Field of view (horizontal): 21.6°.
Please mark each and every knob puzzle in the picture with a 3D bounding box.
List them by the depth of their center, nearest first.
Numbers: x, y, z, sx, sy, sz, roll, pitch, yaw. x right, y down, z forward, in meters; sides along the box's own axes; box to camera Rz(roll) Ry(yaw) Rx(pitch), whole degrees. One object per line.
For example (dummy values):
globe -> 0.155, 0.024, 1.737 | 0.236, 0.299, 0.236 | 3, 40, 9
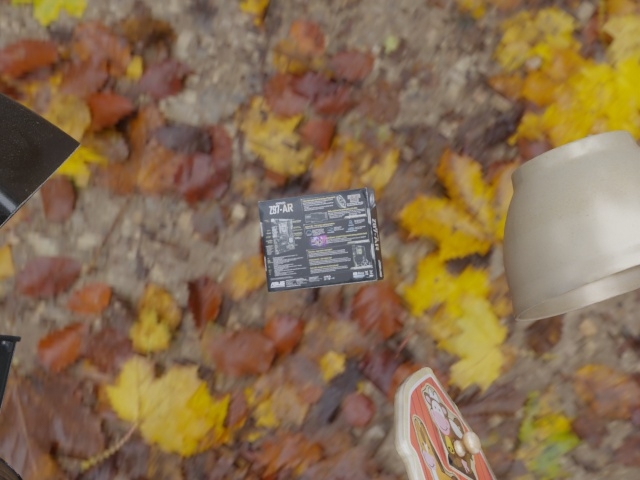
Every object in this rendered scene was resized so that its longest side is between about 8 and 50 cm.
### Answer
knob puzzle -> 0.114, 0.182, 1.322 | 0.030, 0.213, 0.213 | -28, 77, 19

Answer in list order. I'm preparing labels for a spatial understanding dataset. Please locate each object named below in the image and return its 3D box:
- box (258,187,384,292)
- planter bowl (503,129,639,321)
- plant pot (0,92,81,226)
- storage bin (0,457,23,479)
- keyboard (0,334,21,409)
box -> 0.000, 0.000, 1.194 | 0.083, 0.018, 0.067 | -8, 88, 18
planter bowl -> 0.206, -0.016, 1.261 | 0.162, 0.162, 0.109 | -15, 78, -15
plant pot -> -0.385, -0.064, 1.681 | 0.167, 0.187, 0.188 | 43, 26, -9
storage bin -> -0.335, 0.293, 1.693 | 0.084, 0.122, 0.180 | -45, 56, 2
keyboard -> -0.368, 0.078, 1.260 | 0.317, 0.033, 0.201 | 9, 99, -43
